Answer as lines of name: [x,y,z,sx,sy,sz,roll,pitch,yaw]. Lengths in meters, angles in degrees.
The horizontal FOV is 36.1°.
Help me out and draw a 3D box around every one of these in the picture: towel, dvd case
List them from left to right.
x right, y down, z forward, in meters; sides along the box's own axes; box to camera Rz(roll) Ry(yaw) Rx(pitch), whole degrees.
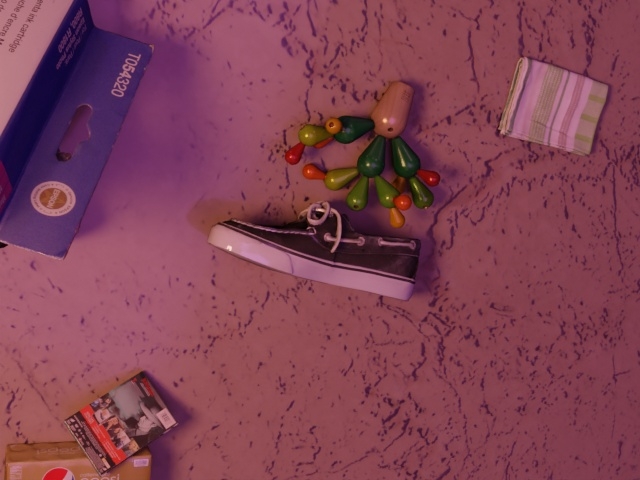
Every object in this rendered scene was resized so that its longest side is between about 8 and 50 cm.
dvd case: [-0.256,0.235,1.265,0.119,0.013,0.087,-33,81,-26]
towel: [0.335,-0.189,1.399,0.152,0.023,0.113,12,99,-21]

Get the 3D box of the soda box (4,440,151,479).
soda box: [-0.314,0.297,1.272,0.181,0.061,0.058,2,102,-19]

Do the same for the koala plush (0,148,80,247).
koala plush: [-0.365,-0.072,1.087,0.196,0.221,0.203,-3,103,-17]

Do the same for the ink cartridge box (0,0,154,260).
ink cartridge box: [-0.368,-0.166,1.003,0.330,0.071,0.324,16,52,-5]

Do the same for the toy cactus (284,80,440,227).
toy cactus: [0.075,-0.125,1.295,0.219,0.112,0.180,24,84,-13]

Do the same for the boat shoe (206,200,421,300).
boat shoe: [0.002,0.001,1.285,0.306,0.113,0.105,14,91,-23]
